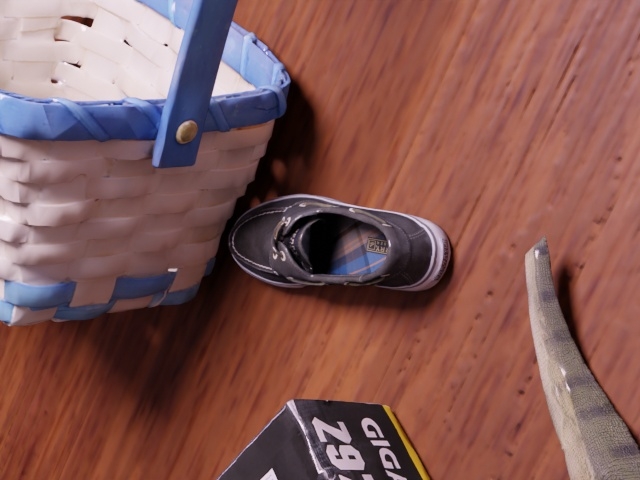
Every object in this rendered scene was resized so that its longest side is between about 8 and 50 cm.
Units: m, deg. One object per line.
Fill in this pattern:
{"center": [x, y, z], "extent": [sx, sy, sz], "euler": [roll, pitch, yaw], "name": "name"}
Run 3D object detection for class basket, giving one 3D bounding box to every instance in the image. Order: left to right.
{"center": [-0.131, -0.116, 0.938], "extent": [0.254, 0.201, 0.289], "euler": [35, 118, 43], "name": "basket"}

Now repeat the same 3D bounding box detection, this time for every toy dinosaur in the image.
{"center": [0.114, 0.134, 0.762], "extent": [0.118, 0.064, 0.268], "euler": [-38, 55, 13], "name": "toy dinosaur"}

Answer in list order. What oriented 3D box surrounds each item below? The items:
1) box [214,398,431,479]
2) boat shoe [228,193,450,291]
{"center": [-0.029, 0.274, 0.870], "extent": [0.322, 0.079, 0.257], "euler": [-49, 52, 28], "name": "box"}
{"center": [0.000, 0.000, 0.906], "extent": [0.142, 0.040, 0.049], "euler": [3, 86, 44], "name": "boat shoe"}
